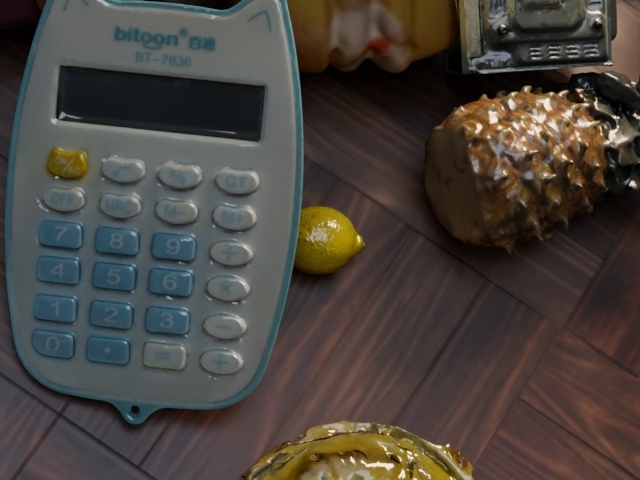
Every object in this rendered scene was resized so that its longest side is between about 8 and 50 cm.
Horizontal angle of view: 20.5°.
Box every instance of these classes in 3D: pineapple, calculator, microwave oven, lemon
[{"bbox_3d":[0.256,-0.084,1.646,0.310,0.141,0.170,-17,47,-22],"label":"pineapple"},{"bbox_3d":[-0.143,-0.032,1.527,0.256,0.054,0.386,6,94,5],"label":"calculator"},{"bbox_3d":[0.191,-0.260,1.653,0.163,0.129,0.205,-5,97,-4],"label":"microwave oven"},{"bbox_3d":[0.000,0.000,1.609,0.083,0.062,0.062,5,71,-6],"label":"lemon"}]

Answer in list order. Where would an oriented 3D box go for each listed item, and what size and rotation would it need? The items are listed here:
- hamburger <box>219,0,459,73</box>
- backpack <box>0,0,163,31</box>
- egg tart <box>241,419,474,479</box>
[{"bbox_3d":[-0.006,-0.280,1.601,0.236,0.276,0.276,-10,74,-2],"label":"hamburger"},{"bbox_3d":[-0.312,-0.311,1.584,0.317,0.197,0.283,-13,76,-13],"label":"backpack"},{"bbox_3d":[0.043,0.285,1.505,0.279,0.095,0.279,3,73,-11],"label":"egg tart"}]
